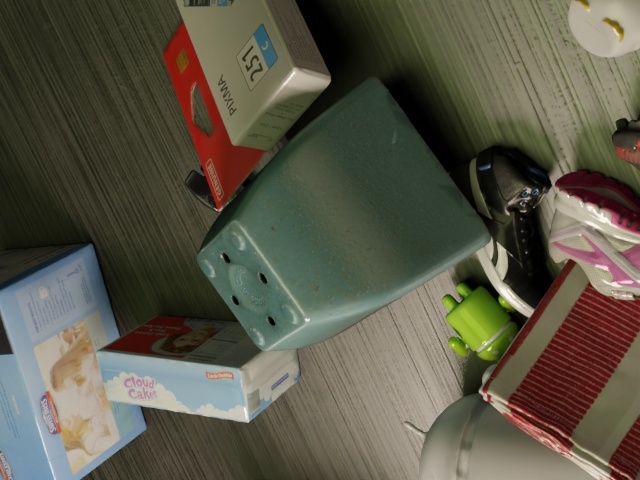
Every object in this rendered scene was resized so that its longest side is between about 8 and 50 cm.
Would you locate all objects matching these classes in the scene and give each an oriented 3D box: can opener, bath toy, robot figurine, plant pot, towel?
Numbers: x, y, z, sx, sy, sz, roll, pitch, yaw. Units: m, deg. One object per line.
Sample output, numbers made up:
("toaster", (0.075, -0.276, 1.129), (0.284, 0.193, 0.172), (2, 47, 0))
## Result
("can opener", (-0.103, -0.052, 1.495), (0.186, 0.059, 0.073), (36, 97, 2))
("bath toy", (0.242, -0.351, 1.129), (0.348, 0.129, 0.151), (45, 169, 10))
("robot figurine", (0.275, 0.299, 1.318), (0.353, 0.199, 0.300), (2, 106, 30))
("robot figurine", (0.209, 0.106, 1.361), (0.101, 0.067, 0.115), (-42, 84, 6))
("plant pot", (0.000, 0.000, 1.286), (0.247, 0.252, 0.248), (54, 148, 1))
("towel", (0.379, 0.178, 1.205), (0.329, 0.237, 0.037), (33, 158, 16))

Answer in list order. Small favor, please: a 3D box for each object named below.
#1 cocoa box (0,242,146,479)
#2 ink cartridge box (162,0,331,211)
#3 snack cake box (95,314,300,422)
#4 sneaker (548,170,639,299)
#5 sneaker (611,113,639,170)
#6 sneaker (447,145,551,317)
("cocoa box", (-0.474, 0.204, 1.708), (0.227, 0.231, 0.347), (-4, 107, 32))
("ink cartridge box", (-0.128, -0.231, 1.345), (0.261, 0.066, 0.296), (-46, 53, 35))
("snack cake box", (-0.183, 0.187, 1.576), (0.264, 0.152, 0.089), (3, 111, 30))
("sneaker", (0.375, 0.019, 1.215), (0.252, 0.103, 0.111), (31, 127, 24))
("sneaker", (0.442, -0.052, 1.137), (0.276, 0.097, 0.135), (20, 116, 21))
("sneaker", (0.248, -0.015, 1.281), (0.121, 0.079, 0.217), (-35, 89, 36))
